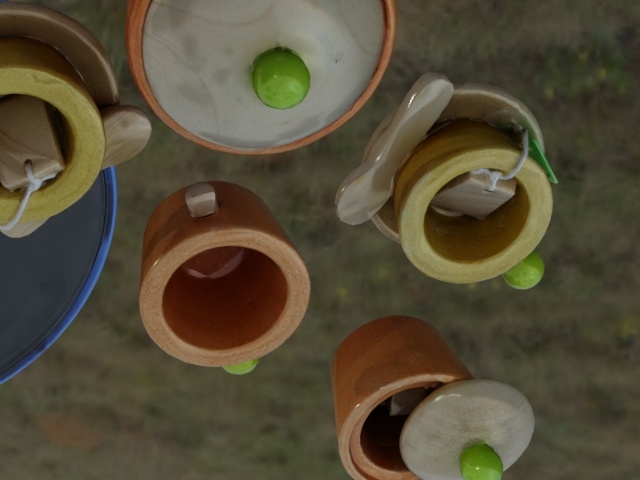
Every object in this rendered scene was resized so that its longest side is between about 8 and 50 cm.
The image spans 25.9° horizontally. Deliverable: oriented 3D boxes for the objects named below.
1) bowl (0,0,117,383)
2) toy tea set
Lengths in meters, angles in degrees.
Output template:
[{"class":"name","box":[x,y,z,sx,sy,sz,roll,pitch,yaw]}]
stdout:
[{"class":"bowl","box":[-0.348,-0.023,1.133,0.391,0.391,0.077,22,-167,-38]},{"class":"toy tea set","box":[0.000,0.000,0.561,0.200,0.124,0.336,-42,124,15]}]
